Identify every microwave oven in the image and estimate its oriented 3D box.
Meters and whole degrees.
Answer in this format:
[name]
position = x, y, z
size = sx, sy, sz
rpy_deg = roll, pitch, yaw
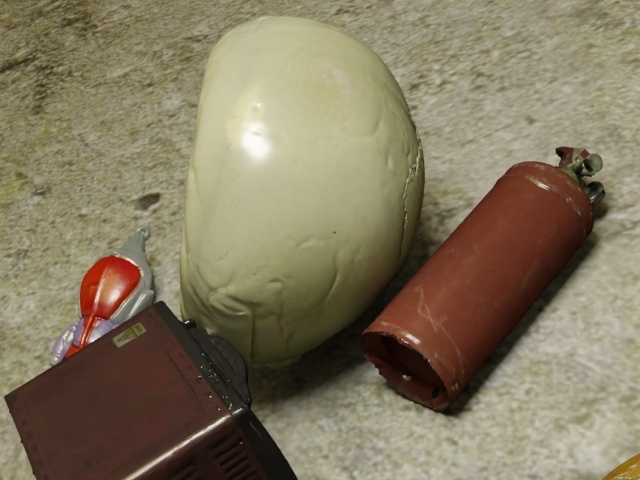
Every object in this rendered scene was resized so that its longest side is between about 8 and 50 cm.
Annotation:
[microwave oven]
position = -0.127, 0.191, 1.002
size = 0.188, 0.178, 0.247
rpy_deg = -30, 28, -13

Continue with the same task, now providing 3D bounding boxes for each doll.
[doll]
position = -0.245, 0.075, 1.395
size = 0.102, 0.075, 0.227
rpy_deg = 3, 54, 19

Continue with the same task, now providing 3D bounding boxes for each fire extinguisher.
[fire extinguisher]
position = 0.171, 0.012, 1.165
size = 0.337, 0.106, 0.147
rpy_deg = -46, 12, -25

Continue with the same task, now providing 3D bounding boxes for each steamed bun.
[steamed bun]
position = -0.013, -0.046, 1.169
size = 0.233, 0.312, 0.333
rpy_deg = 6, 75, -5

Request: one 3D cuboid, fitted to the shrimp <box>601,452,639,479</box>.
[shrimp]
position = 0.283, 0.177, 0.905
size = 0.217, 0.051, 0.115
rpy_deg = -36, 32, -5
